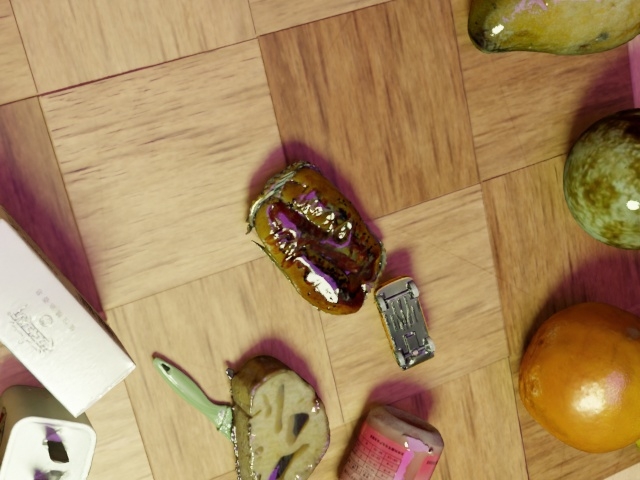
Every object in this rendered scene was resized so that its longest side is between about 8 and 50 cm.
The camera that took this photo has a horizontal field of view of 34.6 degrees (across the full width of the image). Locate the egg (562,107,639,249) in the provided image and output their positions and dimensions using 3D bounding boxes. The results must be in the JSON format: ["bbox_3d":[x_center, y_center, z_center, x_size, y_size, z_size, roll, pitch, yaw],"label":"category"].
[{"bbox_3d":[0.547,-0.109,1.736,0.289,0.238,0.238,-22,111,-30],"label":"egg"}]

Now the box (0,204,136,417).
[{"bbox_3d":[-0.395,0.082,1.389,0.116,0.203,0.274,-41,116,-10],"label":"box"}]

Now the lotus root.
[{"bbox_3d":[-0.066,0.310,1.654,0.170,0.074,0.261,-20,110,-31],"label":"lotus root"}]

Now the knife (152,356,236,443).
[{"bbox_3d":[-0.164,0.276,1.640,0.043,0.020,0.293,-45,117,-10],"label":"knife"}]

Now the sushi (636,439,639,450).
[{"bbox_3d":[0.793,0.325,1.868,0.351,0.396,0.240,-41,112,-16],"label":"sushi"}]

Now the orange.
[{"bbox_3d":[0.481,0.238,1.794,0.261,0.261,0.261,-6,105,-22],"label":"orange"}]

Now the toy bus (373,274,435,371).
[{"bbox_3d":[0.134,0.130,1.704,0.069,0.074,0.162,-23,113,-9],"label":"toy bus"}]

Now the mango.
[{"bbox_3d":[0.394,-0.392,1.650,0.329,0.175,0.177,-3,82,-5],"label":"mango"}]

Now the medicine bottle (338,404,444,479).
[{"bbox_3d":[0.102,0.411,1.721,0.147,0.147,0.247,22,94,-26],"label":"medicine bottle"}]

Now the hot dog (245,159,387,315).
[{"bbox_3d":[0.000,0.000,1.610,0.162,0.082,0.270,-45,115,-9],"label":"hot dog"}]

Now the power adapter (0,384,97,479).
[{"bbox_3d":[-0.388,0.300,1.445,0.125,0.205,0.130,15,95,-26],"label":"power adapter"}]
